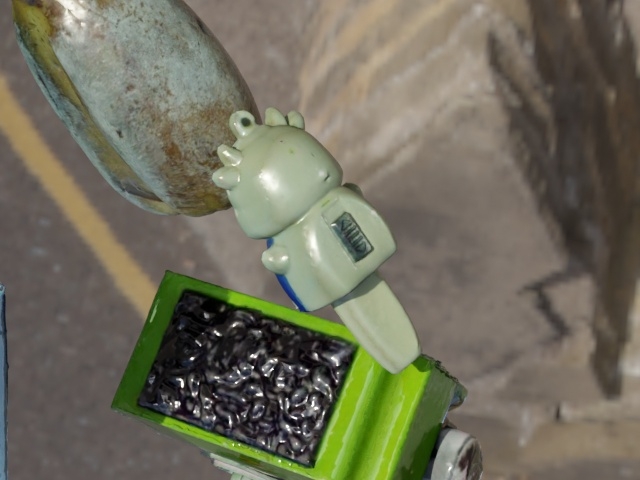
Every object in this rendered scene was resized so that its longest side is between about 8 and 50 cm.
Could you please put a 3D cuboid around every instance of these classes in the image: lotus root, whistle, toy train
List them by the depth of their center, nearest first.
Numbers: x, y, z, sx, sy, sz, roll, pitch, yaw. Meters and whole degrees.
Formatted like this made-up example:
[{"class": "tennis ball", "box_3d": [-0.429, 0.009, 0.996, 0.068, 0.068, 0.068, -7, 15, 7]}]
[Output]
[{"class": "whistle", "box_3d": [0.000, 0.000, 1.502, 0.244, 0.110, 0.092, 55, 147, -11]}, {"class": "lotus root", "box_3d": [-0.163, -0.156, 1.584, 0.158, 0.140, 0.322, 10, 141, 56]}, {"class": "toy train", "box_3d": [-0.012, 0.146, 1.680, 0.307, 0.173, 0.249, 17, 168, 24]}]

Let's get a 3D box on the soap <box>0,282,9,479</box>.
[{"class": "soap", "box_3d": [-0.289, 0.083, 1.380, 0.077, 0.156, 0.293, -19, 133, -29]}]
